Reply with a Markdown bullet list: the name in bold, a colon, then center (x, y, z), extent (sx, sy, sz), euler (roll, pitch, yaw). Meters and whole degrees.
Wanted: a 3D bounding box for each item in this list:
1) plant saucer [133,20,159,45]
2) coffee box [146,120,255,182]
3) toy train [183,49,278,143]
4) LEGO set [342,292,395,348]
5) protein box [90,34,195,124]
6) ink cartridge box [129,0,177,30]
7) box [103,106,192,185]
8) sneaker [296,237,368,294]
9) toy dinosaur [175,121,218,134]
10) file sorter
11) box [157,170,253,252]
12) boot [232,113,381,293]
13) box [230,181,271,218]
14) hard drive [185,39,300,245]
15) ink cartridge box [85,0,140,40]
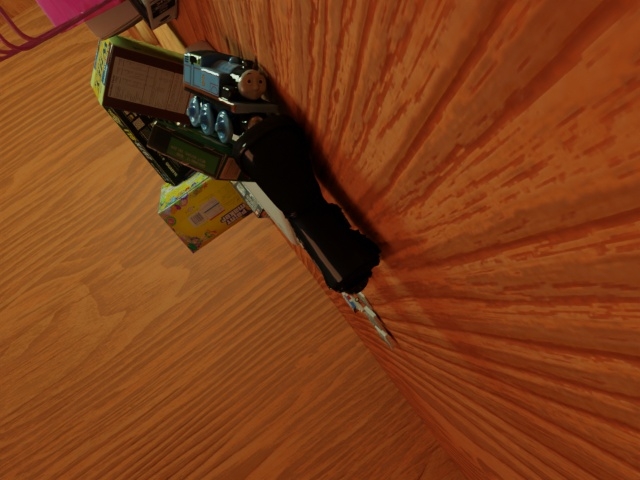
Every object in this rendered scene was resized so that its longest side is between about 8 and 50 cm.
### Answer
- **plant saucer**: center (-0.615, -0.734, 1.760), extent (0.200, 0.037, 0.200), euler (53, 175, 7)
- **coffee box**: center (-0.143, -0.120, 0.748), extent (0.113, 0.040, 0.184), euler (26, -168, 12)
- **toy train**: center (-0.127, -0.196, 0.714), extent (0.184, 0.080, 0.105), euler (34, 127, 48)
- **LEGO set**: center (0.106, 0.198, 1.483), extent (0.182, 0.060, 0.244), euler (59, 173, -19)
- **protein box**: center (-0.414, -0.384, 1.248), extent (0.201, 0.135, 0.200), euler (7, -156, -33)
- **ink cartridge box**: center (-0.301, -0.439, 0.843), extent (0.165, 0.065, 0.333), euler (54, 175, -17)
- **box**: center (-0.476, -0.374, 1.665), extent (0.079, 0.257, 0.322), euler (19, 151, 46)
- **sneaker**: center (0.000, 0.000, 0.988), extent (0.234, 0.078, 0.106), euler (54, 173, -30)
- **toy dinosaur**: center (-0.321, -0.323, 1.518), extent (0.322, 0.164, 0.218), euler (16, -167, -3)
- **file sorter**: center (-0.489, -0.407, 0.829), extent (0.291, 0.182, 0.202), euler (10, 139, 47)
- **box**: center (-0.356, -0.154, 1.731), extent (0.177, 0.290, 0.279), euler (54, -177, -27)
- **boot**: center (-0.005, -0.037, 0.705), extent (0.207, 0.094, 0.246), euler (54, 179, 16)
- **box**: center (-0.177, -0.139, 1.506), extent (0.114, 0.036, 0.207), euler (-2, -139, -45)
- **hard drive**: center (-0.125, -0.164, 0.980), extent (0.233, 0.047, 0.353), euler (50, 168, 31)
- **ink cartridge box**: center (-0.449, -0.530, 1.070), extent (0.207, 0.117, 0.283), euler (56, -179, -27)
